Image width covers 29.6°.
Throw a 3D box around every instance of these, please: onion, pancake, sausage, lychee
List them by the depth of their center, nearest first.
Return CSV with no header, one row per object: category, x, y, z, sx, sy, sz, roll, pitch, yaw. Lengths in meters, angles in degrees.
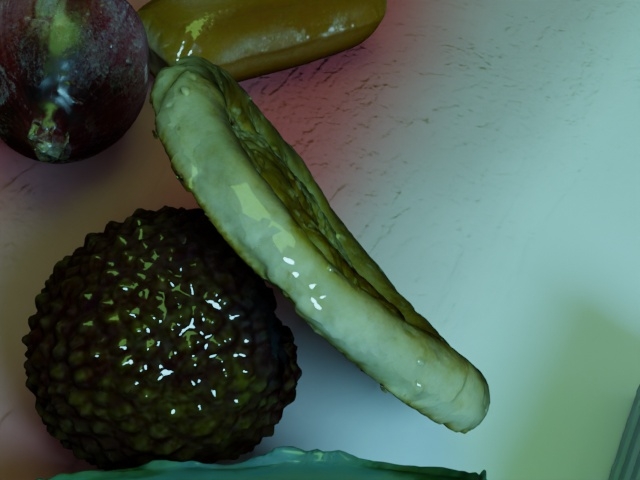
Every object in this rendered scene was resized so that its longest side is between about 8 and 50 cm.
lychee,-0.111,0.070,0.816,0.188,0.188,0.188,8,43,-7
pancake,-0.002,0.001,0.848,0.065,0.356,0.356,-39,56,3
onion,-0.220,-0.130,1.011,0.160,0.159,0.195,8,46,-8
sausage,-0.054,-0.215,1.188,0.274,0.105,0.105,-21,53,-33

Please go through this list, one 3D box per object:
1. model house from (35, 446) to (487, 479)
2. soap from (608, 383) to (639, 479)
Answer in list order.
model house,-0.039,0.247,0.615,0.261,0.241,0.226,-3,2,6
soap,0.253,0.163,0.817,0.095,0.172,0.289,26,43,10
